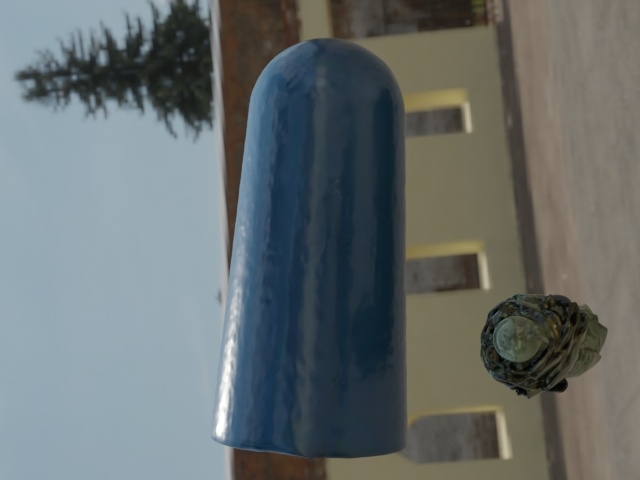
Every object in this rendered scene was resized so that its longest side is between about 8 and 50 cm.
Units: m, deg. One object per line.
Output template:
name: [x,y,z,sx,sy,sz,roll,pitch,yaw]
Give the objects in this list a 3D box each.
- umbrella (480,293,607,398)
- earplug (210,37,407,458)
umbrella: [0.136,0.062,0.715,0.062,0.067,0.143,60,-162,19]
earplug: [0.000,0.000,0.796,0.132,0.132,0.272,16,-103,-84]
